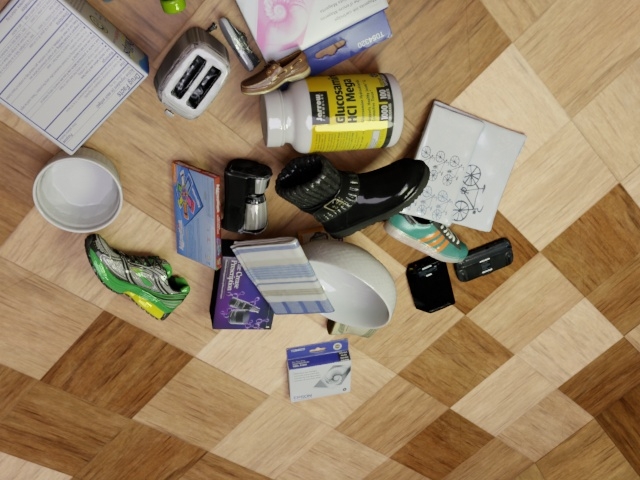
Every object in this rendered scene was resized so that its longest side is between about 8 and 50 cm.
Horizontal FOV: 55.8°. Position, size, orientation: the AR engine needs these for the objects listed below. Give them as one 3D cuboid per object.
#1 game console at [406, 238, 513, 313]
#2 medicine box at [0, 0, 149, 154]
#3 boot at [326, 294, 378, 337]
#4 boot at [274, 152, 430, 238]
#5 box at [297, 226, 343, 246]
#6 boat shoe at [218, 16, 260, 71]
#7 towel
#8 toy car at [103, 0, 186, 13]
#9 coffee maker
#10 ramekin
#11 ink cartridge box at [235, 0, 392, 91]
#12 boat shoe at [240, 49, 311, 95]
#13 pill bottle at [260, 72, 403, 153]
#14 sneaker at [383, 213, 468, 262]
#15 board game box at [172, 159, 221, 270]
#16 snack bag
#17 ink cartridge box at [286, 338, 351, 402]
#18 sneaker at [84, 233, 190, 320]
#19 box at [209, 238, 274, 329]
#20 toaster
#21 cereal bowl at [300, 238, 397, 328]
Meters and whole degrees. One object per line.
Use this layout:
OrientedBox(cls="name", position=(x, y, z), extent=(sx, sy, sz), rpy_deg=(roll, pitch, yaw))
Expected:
OrientedBox(cls="game console", position=(0.466, 0.107, 1.988), extent=(0.361, 0.044, 0.213), rpy_deg=(-21, 127, -1))
OrientedBox(cls="medicine box", position=(-0.572, -0.388, 1.322), extent=(0.263, 0.149, 0.289), rpy_deg=(-41, 123, 12))
OrientedBox(cls="boot", position=(0.129, 0.227, 1.954), extent=(0.165, 0.077, 0.213), rpy_deg=(11, 120, -22))
OrientedBox(cls="boot", position=(0.084, -0.153, 1.553), extent=(0.348, 0.131, 0.260), rpy_deg=(-32, 133, 18))
OrientedBox(cls="box", position=(0.000, 0.000, 1.802), extent=(0.136, 0.028, 0.081), rpy_deg=(-11, 124, -11))
OrientedBox(cls="boat shoe", position=(-0.192, -0.471, 1.438), extent=(0.040, 0.049, 0.142), rpy_deg=(-40, 127, -11))
OrientedBox(cls="towel", position=(-0.099, 0.101, 1.657), extent=(0.209, 0.034, 0.285), rpy_deg=(-5, 131, 28))
OrientedBox(cls="toy car", position=(-0.393, -0.566, 1.272), extent=(0.188, 0.149, 0.155), rpy_deg=(-9, 135, 4))
OrientedBox(cls="coffee maker", position=(-0.218, -0.117, 1.611), extent=(0.171, 0.120, 0.178), rpy_deg=(-1, 122, -13))
OrientedBox(cls="ramekin", position=(-0.597, -0.133, 1.505), extent=(0.207, 0.109, 0.207), rpy_deg=(-7, 123, -10))
OrientedBox(cls="ink cartridge box", position=(-0.015, -0.551, 1.418), extent=(0.324, 0.071, 0.330), rpy_deg=(-27, 124, 3))
OrientedBox(cls="boat shoe", position=(-0.110, -0.397, 1.422), extent=(0.178, 0.064, 0.060), rpy_deg=(-25, 136, -10))
OrientedBox(cls="pill bottle", position=(0.023, -0.315, 1.506), extent=(0.333, 0.188, 0.188), rpy_deg=(-6, 123, -11))
OrientedBox(cls="sneaker", position=(0.343, -0.028, 1.826), extent=(0.302, 0.108, 0.121), rpy_deg=(21, 119, -24))
OrientedBox(cls="board game box", position=(-0.329, -0.064, 1.617), extent=(0.145, 0.027, 0.281), rpy_deg=(21, 125, 23))
OrientedBox(cls="snack bag", position=(0.411, -0.193, 1.732), extent=(0.342, 0.037, 0.323), rpy_deg=(14, 101, -23))
OrientedBox(cls="ink cartridge box", position=(-0.003, 0.450, 2.079), extent=(0.223, 0.045, 0.224), rpy_deg=(-8, 123, -10))
OrientedBox(cls="sneaker", position=(-0.505, 0.078, 1.670), extent=(0.146, 0.134, 0.343), rpy_deg=(-41, 132, 5))
OrientedBox(cls="box", position=(-0.220, 0.134, 1.785), extent=(0.184, 0.103, 0.261), rpy_deg=(1, 121, -19))
OrientedBox(cls="toaster", position=(-0.290, -0.388, 1.400), extent=(0.129, 0.146, 0.227), rpy_deg=(33, 109, -31))
OrientedBox(cls="cereal bowl", position=(0.069, 0.106, 1.734), extent=(0.338, 0.141, 0.339), rpy_deg=(20, 149, 12))
